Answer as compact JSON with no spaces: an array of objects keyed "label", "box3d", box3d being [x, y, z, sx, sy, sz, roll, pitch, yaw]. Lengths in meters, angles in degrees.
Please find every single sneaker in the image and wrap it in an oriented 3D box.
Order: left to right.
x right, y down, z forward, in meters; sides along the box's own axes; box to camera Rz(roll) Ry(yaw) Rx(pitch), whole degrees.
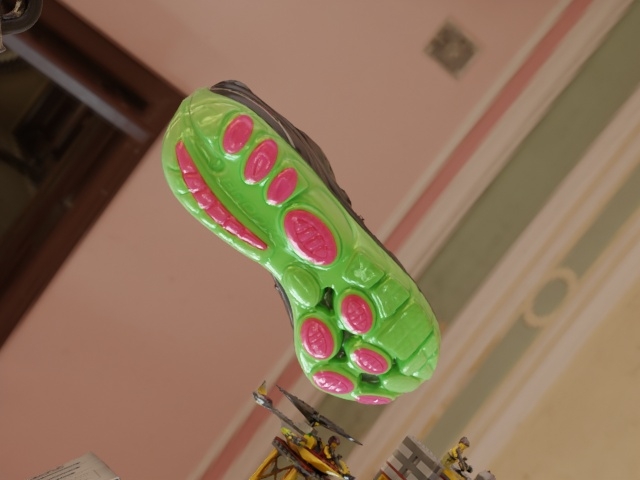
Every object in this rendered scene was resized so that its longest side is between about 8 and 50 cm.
[{"label":"sneaker","box3d":[0.000,0.000,1.466,0.185,0.482,0.202,-24,-152,17]}]

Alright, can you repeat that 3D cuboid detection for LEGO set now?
[{"label":"LEGO set","box3d":[0.078,0.256,1.025,0.192,0.331,0.255,-51,-145,0]}]

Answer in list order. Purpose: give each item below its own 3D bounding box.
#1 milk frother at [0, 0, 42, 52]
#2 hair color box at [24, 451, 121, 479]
[{"label":"milk frother","box3d":[-0.304,-0.233,1.101,0.143,0.129,0.134,-142,-133,-62]},{"label":"hair color box","box3d":[-0.357,0.384,1.680,0.174,0.105,0.347,-21,-178,-16]}]
